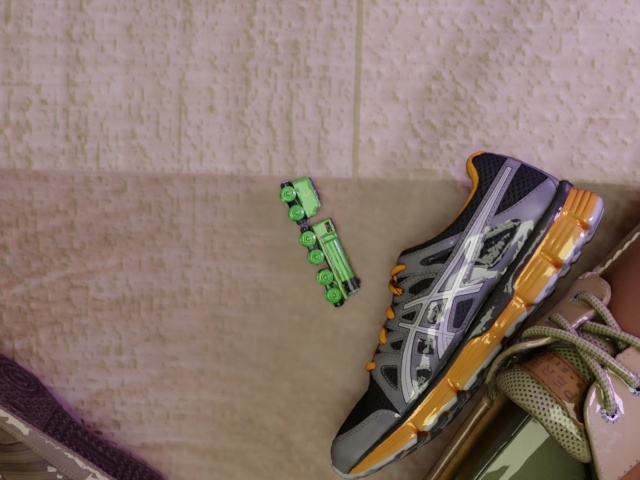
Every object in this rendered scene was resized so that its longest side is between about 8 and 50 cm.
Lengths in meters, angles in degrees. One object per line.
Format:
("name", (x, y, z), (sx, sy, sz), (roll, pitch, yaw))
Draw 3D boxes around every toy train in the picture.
("toy train", (0.000, 0.000, 0.599), (0.023, 0.017, 0.083), (-25, 92, -6))

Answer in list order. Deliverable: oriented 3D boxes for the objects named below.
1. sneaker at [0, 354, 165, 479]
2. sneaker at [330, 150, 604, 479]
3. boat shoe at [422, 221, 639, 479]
("sneaker", (-0.175, 0.135, 0.594), (0.188, 0.066, 0.071), (37, 96, 2))
("sneaker", (0.069, 0.044, 0.571), (0.083, 0.084, 0.215), (38, 92, 14))
("boat shoe", (0.149, 0.091, 0.521), (0.122, 0.120, 0.324), (37, 97, 43))
